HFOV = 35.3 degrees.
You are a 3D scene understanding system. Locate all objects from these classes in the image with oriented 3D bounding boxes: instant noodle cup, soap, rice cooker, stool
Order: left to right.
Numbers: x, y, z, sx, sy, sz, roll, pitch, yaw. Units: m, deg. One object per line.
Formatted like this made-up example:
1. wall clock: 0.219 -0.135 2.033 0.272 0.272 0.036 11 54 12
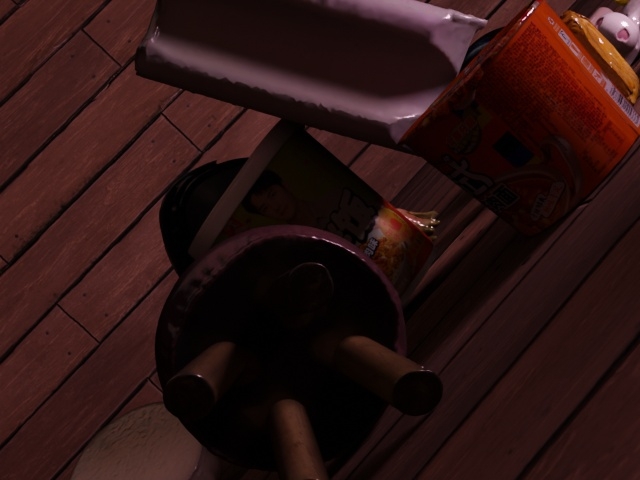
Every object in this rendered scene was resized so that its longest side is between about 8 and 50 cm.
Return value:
1. rice cooker: -0.159 -0.017 1.781 0.267 0.267 0.224 -47 7 -16
2. stool: -0.028 0.129 1.010 0.272 0.272 0.178 -47 15 1
3. soap: -0.012 -0.284 1.459 0.350 0.435 0.213 -82 9 -75
4. instant noodle cup: 0.000 0.000 1.542 0.294 0.308 0.294 -54 1 1
5. instant noodle cup: 0.244 -0.139 1.192 0.250 0.192 0.250 -47 2 2

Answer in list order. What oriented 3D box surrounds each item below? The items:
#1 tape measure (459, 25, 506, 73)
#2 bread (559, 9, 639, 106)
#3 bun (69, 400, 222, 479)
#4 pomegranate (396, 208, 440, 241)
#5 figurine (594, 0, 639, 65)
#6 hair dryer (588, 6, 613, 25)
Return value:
1. tape measure: 0.301 -0.228 1.572 0.223 0.202 0.135 -51 3 33
2. bread: 0.332 -0.211 1.340 0.149 0.158 0.143 -47 -3 26
3. bun: -0.261 0.405 1.615 0.263 0.175 0.263 -19 39 16
4. pomegranate: 0.078 -0.012 1.896 0.276 0.204 0.222 -41 -15 20
5. figurine: 0.463 -0.303 1.526 0.178 0.109 0.129 -48 -24 -19
6. hair dryer: 0.517 -0.371 2.121 0.195 0.053 0.220 -47 -4 -29
